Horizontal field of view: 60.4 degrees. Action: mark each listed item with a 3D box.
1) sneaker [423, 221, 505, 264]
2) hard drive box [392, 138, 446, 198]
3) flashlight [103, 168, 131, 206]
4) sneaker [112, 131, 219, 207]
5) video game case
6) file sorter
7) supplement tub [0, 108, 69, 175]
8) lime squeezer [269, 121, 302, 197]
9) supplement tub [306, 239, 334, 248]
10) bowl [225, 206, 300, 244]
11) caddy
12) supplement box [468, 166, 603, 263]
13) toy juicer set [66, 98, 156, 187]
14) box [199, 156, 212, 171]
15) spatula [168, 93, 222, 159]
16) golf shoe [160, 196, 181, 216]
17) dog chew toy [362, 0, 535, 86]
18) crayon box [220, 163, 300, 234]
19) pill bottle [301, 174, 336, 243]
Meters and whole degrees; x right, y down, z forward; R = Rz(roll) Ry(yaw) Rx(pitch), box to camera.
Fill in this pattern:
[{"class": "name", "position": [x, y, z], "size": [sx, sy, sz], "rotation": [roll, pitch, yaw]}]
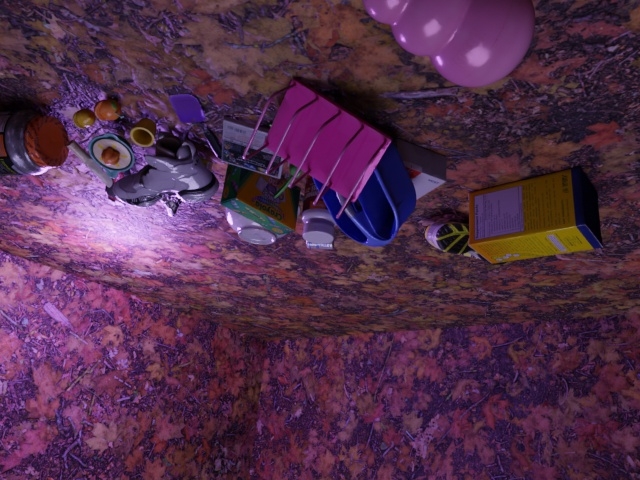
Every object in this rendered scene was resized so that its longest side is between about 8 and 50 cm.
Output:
[{"class": "sneaker", "position": [0.558, -0.008, 2.048], "size": [0.384, 0.145, 0.147], "rotation": [15, -173, -27]}, {"class": "hard drive box", "position": [0.242, -0.198, 1.682], "size": [0.181, 0.089, 0.232], "rotation": [15, 155, -22]}, {"class": "flashlight", "position": [-0.693, -0.219, 1.866], "size": [0.103, 0.103, 0.304], "rotation": [10, 159, -8]}, {"class": "sneaker", "position": [-0.511, -0.222, 1.709], "size": [0.365, 0.138, 0.210], "rotation": [0, 138, 17]}, {"class": "video game case", "position": [-0.197, -0.271, 1.625], "size": [0.190, 0.022, 0.173], "rotation": [17, 143, -1]}, {"class": "file sorter", "position": [-0.013, -0.219, 1.349], "size": [0.290, 0.182, 0.202], "rotation": [32, 122, 3]}, {"class": "supplement tub", "position": [-0.931, -0.289, 1.638], "size": [0.315, 0.194, 0.194], "rotation": [1, 157, 14]}, {"class": "lime squeezer", "position": [-0.093, -0.233, 1.679], "size": [0.109, 0.059, 0.310], "rotation": [-13, 145, -12]}, {"class": "supplement tub", "position": [0.000, 0.000, 2.249], "size": [0.107, 0.071, 0.071], "rotation": [2, 157, 10]}, {"class": "bowl", "position": [-0.228, -0.072, 2.055], "size": [0.297, 0.134, 0.298], "rotation": [6, 157, 3]}, {"class": "caddy", "position": [0.113, -0.145, 1.548], "size": [0.241, 0.179, 0.341], "rotation": [-8, 117, 49]}, {"class": "supplement box", "position": [0.673, -0.068, 1.746], "size": [0.356, 0.194, 0.195], "rotation": [-12, 151, 38]}, {"class": "toy juicer set", "position": [-0.644, -0.279, 1.613], "size": [0.209, 0.090, 0.329], "rotation": [34, 130, -28]}, {"class": "box", "position": [-0.454, -0.236, 1.837], "size": [0.109, 0.043, 0.178], "rotation": [24, 151, -36]}, {"class": "spatula", "position": [-0.342, -0.323, 1.610], "size": [0.084, 0.030, 0.296], "rotation": [-2, 156, 15]}, {"class": "golf shoe", "position": [-0.558, -0.158, 2.030], "size": [0.093, 0.077, 0.198], "rotation": [22, 148, -10]}, {"class": "dog chew toy", "position": [0.224, -0.423, 1.017], "size": [0.331, 0.207, 0.206], "rotation": [21, 154, -15]}, {"class": "crayon box", "position": [-0.192, -0.147, 1.820], "size": [0.081, 0.166, 0.278], "rotation": [-13, 151, 38]}, {"class": "pill bottle", "position": [0.003, -0.110, 1.784], "size": [0.121, 0.221, 0.121], "rotation": [5, 157, 2]}]
